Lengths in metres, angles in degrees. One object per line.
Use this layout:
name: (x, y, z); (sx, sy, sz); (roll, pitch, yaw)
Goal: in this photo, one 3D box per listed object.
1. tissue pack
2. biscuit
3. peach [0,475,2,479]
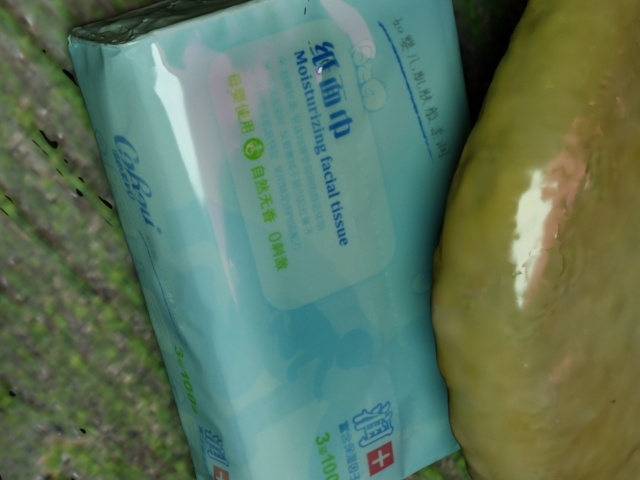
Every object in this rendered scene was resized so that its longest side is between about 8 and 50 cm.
tissue pack: (0.000, 0.000, 0.586); (0.177, 0.089, 0.263); (-23, 115, -24)
biscuit: (0.229, -0.021, 0.636); (0.446, 0.104, 0.429); (-55, 135, -15)
peach: (-0.219, 0.127, 0.430); (0.232, 0.232, 0.256); (40, 74, -31)
